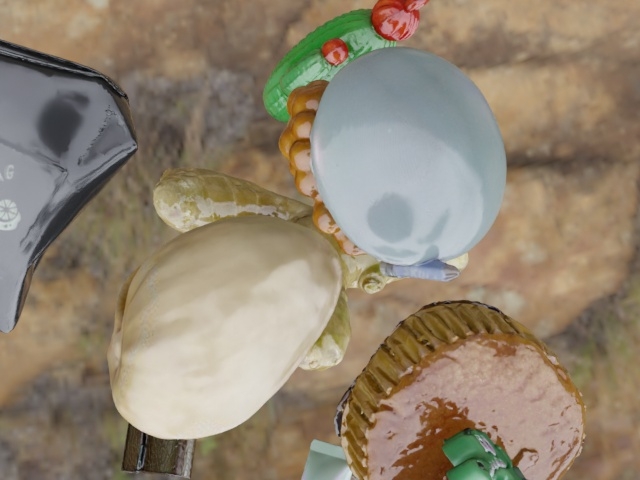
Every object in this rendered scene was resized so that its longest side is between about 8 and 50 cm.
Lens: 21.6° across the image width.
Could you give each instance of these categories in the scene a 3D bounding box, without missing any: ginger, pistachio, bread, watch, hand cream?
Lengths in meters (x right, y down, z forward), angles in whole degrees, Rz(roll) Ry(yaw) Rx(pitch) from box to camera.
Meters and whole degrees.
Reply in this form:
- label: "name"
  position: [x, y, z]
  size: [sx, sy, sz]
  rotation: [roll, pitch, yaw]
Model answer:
- label: "ginger"
  position: [-0.014, 0.004, 2.267]
  size: [0.348, 0.363, 0.122]
  rotation: [-20, 138, -46]
- label: "pistachio"
  position: [-0.121, 0.098, 1.969]
  size: [0.309, 0.230, 0.230]
  rotation: [-33, 152, -23]
- label: "bread"
  position: [0.118, 0.154, 1.371]
  size: [0.199, 0.104, 0.199]
  rotation: [-3, 104, -13]
- label: "watch"
  position: [0.111, 0.247, 1.275]
  size: [0.152, 0.165, 0.131]
  rotation: [-43, 172, 14]
- label: "hand cream"
  position: [-0.011, 0.310, 1.736]
  size: [0.050, 0.205, 0.078]
  rotation: [20, 171, -34]

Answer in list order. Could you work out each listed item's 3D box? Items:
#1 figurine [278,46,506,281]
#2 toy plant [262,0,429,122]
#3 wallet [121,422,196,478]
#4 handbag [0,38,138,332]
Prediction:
- label: "figurine"
  position: [0.072, -0.095, 1.715]
  size: [0.205, 0.382, 0.224]
  rotation: [-35, 99, 3]
- label: "toy plant"
  position: [0.019, -0.204, 1.891]
  size: [0.155, 0.088, 0.240]
  rotation: [-30, 178, -26]
- label: "wallet"
  position: [-0.203, 0.189, 2.217]
  size: [0.039, 0.243, 0.133]
  rotation: [19, 166, -42]
- label: "handbag"
  position: [-0.400, -0.085, 1.928]
  size: [0.288, 0.152, 0.342]
  rotation: [27, 108, -26]
